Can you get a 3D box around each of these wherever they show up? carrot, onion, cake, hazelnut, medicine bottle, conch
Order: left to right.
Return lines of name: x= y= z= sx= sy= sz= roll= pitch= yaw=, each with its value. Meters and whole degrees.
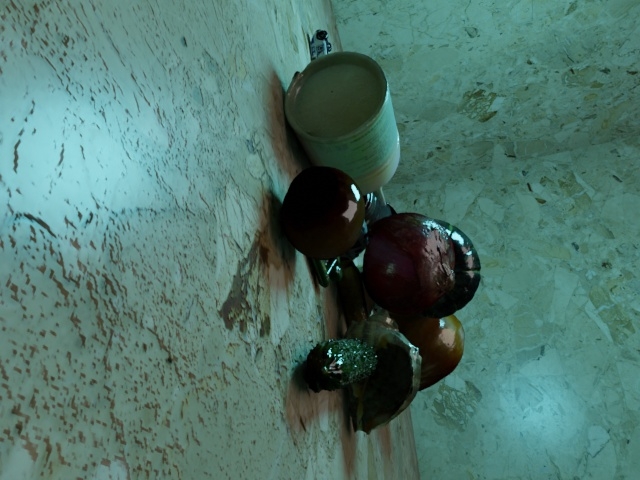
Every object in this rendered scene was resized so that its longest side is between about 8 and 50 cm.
medicine bottle: x=0.082 y=-0.248 z=1.090 sx=0.406 sy=0.235 sz=0.236 roll=49 pitch=32 yaw=-65
carrot: x=0.093 y=0.178 z=1.174 sx=0.070 sy=0.070 sz=0.260 roll=-67 pitch=146 yaw=-69
cake: x=0.153 y=0.178 z=1.513 sx=0.225 sy=0.090 sz=0.110 roll=94 pitch=-6 yaw=-52
conch: x=0.152 y=0.310 z=1.026 sx=0.159 sy=0.210 sz=0.292 roll=28 pitch=64 yaw=-53
onion: x=0.231 y=0.060 z=1.117 sx=0.276 sy=0.276 sz=0.277 roll=-11 pitch=90 yaw=-78
hazelnut: x=0.326 y=0.374 z=1.506 sx=0.372 sy=0.315 sz=0.372 roll=-38 pitch=147 yaw=-30

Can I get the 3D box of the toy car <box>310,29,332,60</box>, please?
toy car: x=0.004 y=-0.661 z=1.498 sx=0.080 sy=0.070 sz=0.171 roll=40 pitch=43 yaw=-71

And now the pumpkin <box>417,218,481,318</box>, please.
pumpkin: x=0.344 y=0.089 z=1.356 sx=0.241 sy=0.323 sz=0.324 roll=21 pitch=59 yaw=-79

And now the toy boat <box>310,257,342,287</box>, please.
toy boat: x=0.000 y=0.000 z=0.914 sx=0.104 sy=0.052 sz=0.210 roll=-51 pitch=132 yaw=-51

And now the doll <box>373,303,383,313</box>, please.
doll: x=0.291 y=0.198 z=1.866 sx=0.195 sy=0.153 sz=0.258 roll=-59 pitch=144 yaw=-52

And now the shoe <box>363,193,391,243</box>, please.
shoe: x=0.139 y=-0.161 z=1.423 sx=0.237 sy=0.171 sz=0.384 roll=55 pitch=28 yaw=-48

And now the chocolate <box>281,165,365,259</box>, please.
chocolate: x=0.009 y=-0.039 z=0.760 sx=0.177 sy=0.176 sz=0.177 roll=-11 pitch=90 yaw=-78

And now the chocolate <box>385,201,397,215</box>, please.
chocolate: x=0.183 y=-0.088 z=1.751 sx=0.177 sy=0.206 sz=0.224 roll=-55 pitch=146 yaw=-4

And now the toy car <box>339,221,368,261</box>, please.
toy car: x=0.084 y=-0.012 z=1.193 sx=0.210 sy=0.108 sz=0.090 roll=59 pitch=24 yaw=-60

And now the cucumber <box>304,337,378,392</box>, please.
cucumber: x=0.037 y=0.235 z=0.804 sx=0.359 sy=0.096 sz=0.096 roll=35 pitch=46 yaw=-70
